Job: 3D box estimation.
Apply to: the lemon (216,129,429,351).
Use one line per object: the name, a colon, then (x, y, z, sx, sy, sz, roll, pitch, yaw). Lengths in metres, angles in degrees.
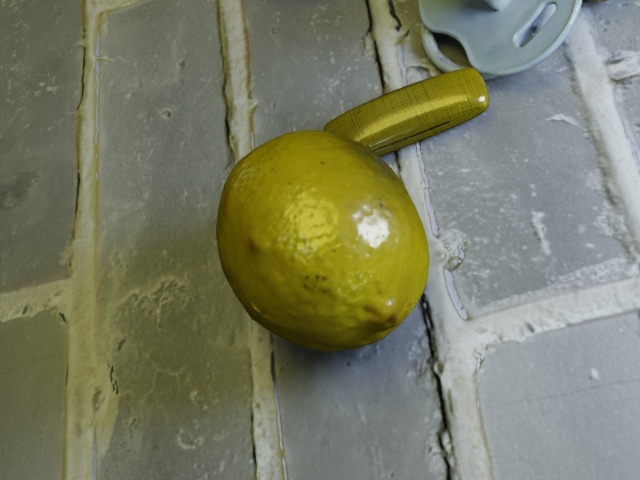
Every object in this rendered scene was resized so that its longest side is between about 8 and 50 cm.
lemon: (0.001, 0.001, 1.376, 0.260, 0.260, 0.284, -30, 74, 0)

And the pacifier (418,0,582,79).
pacifier: (0.213, -0.346, 1.556, 0.227, 0.207, 0.279, -47, 51, 9)

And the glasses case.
glasses case: (0.116, -0.170, 1.559, 0.234, 0.064, 0.079, -21, 54, 8)
